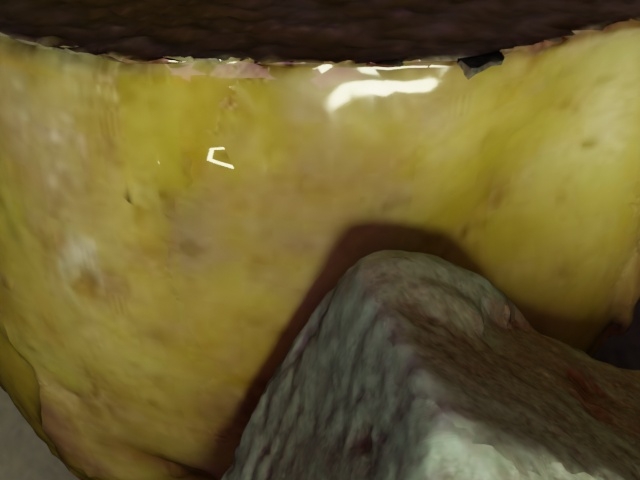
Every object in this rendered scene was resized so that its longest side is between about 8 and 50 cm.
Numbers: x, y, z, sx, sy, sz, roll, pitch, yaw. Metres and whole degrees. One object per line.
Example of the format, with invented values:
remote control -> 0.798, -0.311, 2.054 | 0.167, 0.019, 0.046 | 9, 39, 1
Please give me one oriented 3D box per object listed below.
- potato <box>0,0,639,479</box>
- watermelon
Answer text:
potato -> 0.000, 0.000, 0.713 | 0.289, 0.301, 0.237 | 23, 122, 42
watermelon -> 0.057, 0.128, 0.562 | 0.228, 0.387, 0.258 | -25, 93, 42
